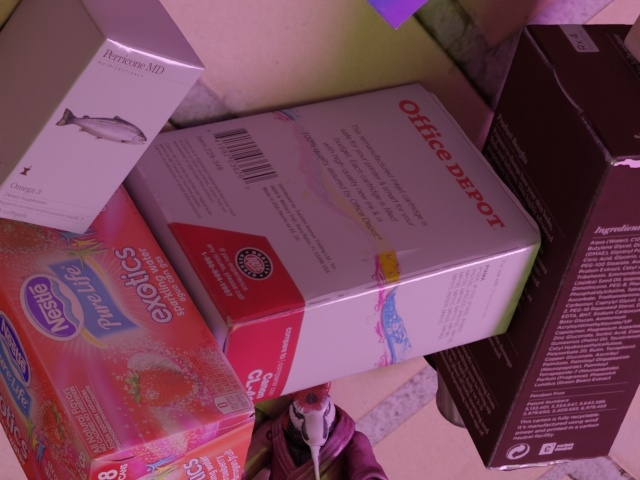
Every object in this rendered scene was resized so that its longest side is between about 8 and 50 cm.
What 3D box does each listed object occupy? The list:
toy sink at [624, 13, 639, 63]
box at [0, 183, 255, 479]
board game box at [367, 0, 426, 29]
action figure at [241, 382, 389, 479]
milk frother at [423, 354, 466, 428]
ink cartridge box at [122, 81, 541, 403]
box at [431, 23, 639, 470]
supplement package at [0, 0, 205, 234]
[{"bbox_3d":[0.407,-0.166,1.522,0.234,0.152,0.131,0,133,-35],"label":"toy sink"},{"bbox_3d":[-0.185,0.094,1.459,0.142,0.300,0.154,-13,141,-27],"label":"box"},{"bbox_3d":[0.111,-0.344,1.228,0.347,0.233,0.078,-41,145,9],"label":"board game box"},{"bbox_3d":[0.006,0.290,1.948,0.276,0.248,0.370,-39,137,-59],"label":"action figure"},{"bbox_3d":[0.180,0.102,1.912,0.143,0.129,0.134,-18,139,-11],"label":"milk frother"},{"bbox_3d":[0.000,0.000,1.561,0.306,0.226,0.131,-12,140,-27],"label":"ink cartridge box"},{"bbox_3d":[0.223,0.009,1.636,0.143,0.191,0.381,-4,134,-20],"label":"box"},{"bbox_3d":[-0.193,-0.108,1.381,0.105,0.105,0.179,13,124,-45],"label":"supplement package"}]
